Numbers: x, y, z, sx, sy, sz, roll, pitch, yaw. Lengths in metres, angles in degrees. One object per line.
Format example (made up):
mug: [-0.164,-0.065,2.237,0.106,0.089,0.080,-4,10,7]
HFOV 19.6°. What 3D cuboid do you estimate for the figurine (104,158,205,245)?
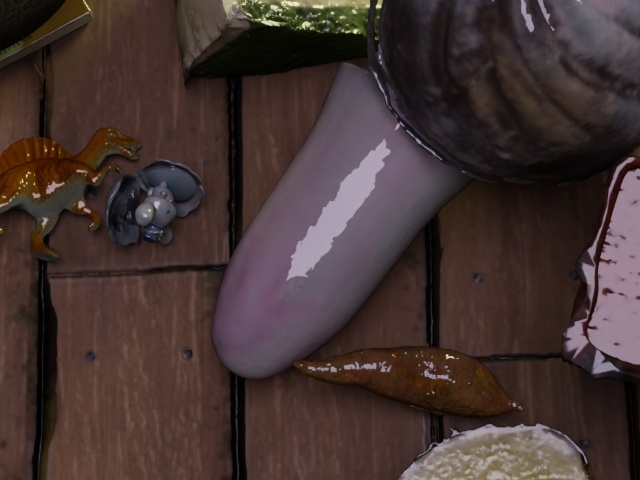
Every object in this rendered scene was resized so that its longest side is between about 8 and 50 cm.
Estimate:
figurine: [-0.165,-0.030,1.804,0.082,0.094,0.086,10,50,20]

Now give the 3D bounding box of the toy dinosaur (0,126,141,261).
toy dinosaur: [-0.292,-0.058,1.829,0.212,0.057,0.142,8,64,1]

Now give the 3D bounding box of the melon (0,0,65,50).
melon: [-0.378,-0.283,1.776,0.302,0.237,0.237,-17,76,-3]

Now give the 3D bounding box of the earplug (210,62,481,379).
earplug: [0.000,0.000,1.764,0.172,0.172,0.301,36,84,9]

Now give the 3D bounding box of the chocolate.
chocolate: [0.206,-0.213,1.636,0.303,0.213,0.303,3,74,-12]

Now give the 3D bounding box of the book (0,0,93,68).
book: [-0.393,-0.301,1.912,0.208,0.020,0.295,-30,77,-6]

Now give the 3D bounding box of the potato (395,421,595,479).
potato: [0.158,0.247,1.732,0.200,0.081,0.164,-20,84,-2]

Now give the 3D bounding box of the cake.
cake: [-0.005,-0.260,1.823,0.284,0.172,0.158,-6,77,-3]

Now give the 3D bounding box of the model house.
model house: [0.316,0.043,1.705,0.160,0.254,0.196,13,88,10]

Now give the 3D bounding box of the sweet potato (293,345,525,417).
sweet potato: [0.083,0.128,1.764,0.226,0.068,0.068,12,75,-10]
